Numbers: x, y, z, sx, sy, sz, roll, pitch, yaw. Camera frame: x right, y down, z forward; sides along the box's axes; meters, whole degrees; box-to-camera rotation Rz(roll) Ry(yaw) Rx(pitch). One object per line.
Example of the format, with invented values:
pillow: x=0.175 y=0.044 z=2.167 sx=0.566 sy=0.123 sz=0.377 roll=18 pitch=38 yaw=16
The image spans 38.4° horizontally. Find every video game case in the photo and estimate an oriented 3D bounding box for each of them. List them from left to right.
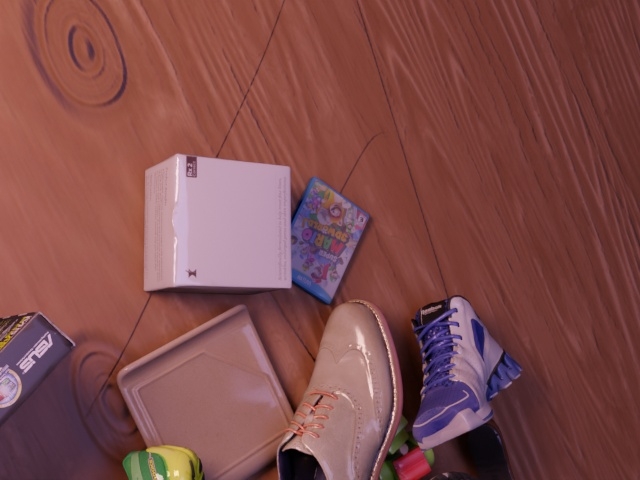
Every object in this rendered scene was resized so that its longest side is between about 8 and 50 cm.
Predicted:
video game case: x=0.000 y=0.000 z=1.444 sx=0.119 sy=0.015 sz=0.166 roll=35 pitch=68 yaw=-24

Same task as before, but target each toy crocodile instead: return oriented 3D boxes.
toy crocodile: x=0.149 y=0.415 z=1.429 sx=0.115 sy=0.105 sz=0.341 roll=-22 pitch=96 yaw=-32

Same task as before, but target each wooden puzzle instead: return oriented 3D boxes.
wooden puzzle: x=-0.154 y=0.239 z=1.307 sx=0.221 sy=0.044 sz=0.239 roll=-28 pitch=103 yaw=-32

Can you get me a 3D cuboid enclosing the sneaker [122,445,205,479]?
sneaker: x=-0.226 y=0.412 z=1.213 sx=0.123 sy=0.109 sz=0.296 roll=8 pitch=91 yaw=11

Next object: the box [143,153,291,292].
box: x=-0.145 y=-0.017 z=1.296 sx=0.181 sy=0.119 sz=0.181 roll=4 pitch=82 yaw=-31

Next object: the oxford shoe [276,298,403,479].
oxford shoe: x=0.021 y=0.267 z=1.321 sx=0.146 sy=0.140 sz=0.397 roll=25 pitch=63 yaw=-46

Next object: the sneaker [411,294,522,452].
sneaker: x=0.198 y=0.195 z=1.457 sx=0.182 sy=0.127 sz=0.315 roll=58 pitch=29 yaw=2

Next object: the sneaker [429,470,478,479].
sneaker: x=0.120 y=0.469 z=1.300 sx=0.410 sy=0.182 sz=0.158 roll=-22 pitch=69 yaw=-47

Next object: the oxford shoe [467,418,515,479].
oxford shoe: x=0.297 y=0.398 z=1.549 sx=0.076 sy=0.076 sz=0.212 roll=-35 pitch=119 yaw=-70

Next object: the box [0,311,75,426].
box: x=-0.419 y=0.200 z=1.042 sx=0.060 sy=0.216 sz=0.270 roll=48 pitch=62 yaw=-18
